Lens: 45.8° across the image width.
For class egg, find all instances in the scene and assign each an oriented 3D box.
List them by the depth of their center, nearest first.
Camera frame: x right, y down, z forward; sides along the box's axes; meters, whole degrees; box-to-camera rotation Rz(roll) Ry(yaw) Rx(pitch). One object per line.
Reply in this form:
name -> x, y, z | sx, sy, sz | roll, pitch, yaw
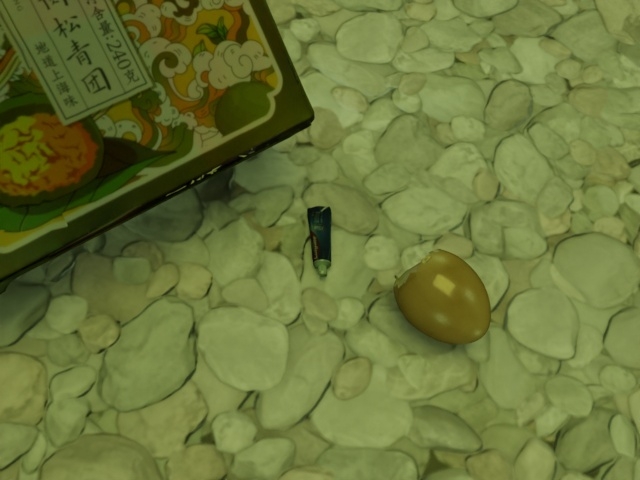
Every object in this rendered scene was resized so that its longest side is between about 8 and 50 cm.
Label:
egg -> 0.119, 0.057, 0.725 | 0.080, 0.080, 0.096 | -38, 87, -25

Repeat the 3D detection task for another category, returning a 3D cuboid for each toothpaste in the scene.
toothpaste -> 0.000, 0.000, 0.778 | 0.027, 0.019, 0.083 | -12, 58, 14

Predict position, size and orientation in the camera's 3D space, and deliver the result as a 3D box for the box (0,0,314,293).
box -> -0.254, -0.206, 0.676 | 0.373, 0.138, 0.420 | -30, 107, -22
